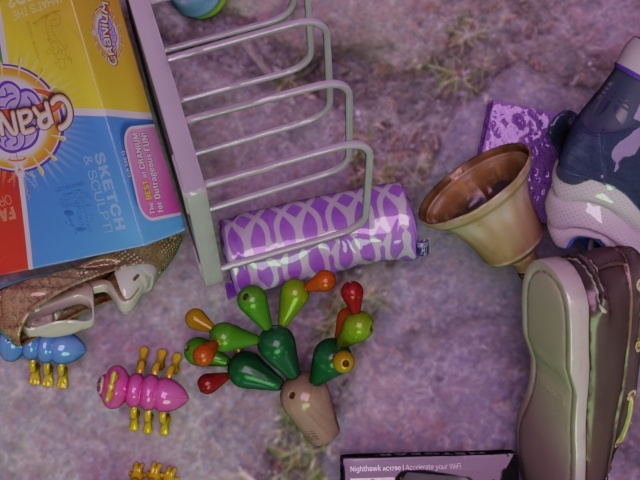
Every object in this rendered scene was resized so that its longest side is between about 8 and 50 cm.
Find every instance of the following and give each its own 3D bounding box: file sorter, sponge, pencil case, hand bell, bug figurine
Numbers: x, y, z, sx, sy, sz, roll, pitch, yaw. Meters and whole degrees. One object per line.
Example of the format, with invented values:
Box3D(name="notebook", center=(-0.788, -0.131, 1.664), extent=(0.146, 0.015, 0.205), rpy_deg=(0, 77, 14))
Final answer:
Box3D(name="file sorter", center=(-0.070, -0.137, 1.165), extent=(0.173, 0.193, 0.278), rpy_deg=(-15, 66, -6))
Box3D(name="sponge", center=(0.265, -0.068, 1.287), extent=(0.210, 0.031, 0.117), rpy_deg=(11, 86, -2))
Box3D(name="pencil case", center=(0.000, 0.000, 1.252), extent=(0.206, 0.088, 0.086), rpy_deg=(-10, 49, -2))
Box3D(name="hand bell", center=(0.214, 0.036, 1.239), extent=(0.126, 0.126, 0.242), rpy_deg=(-38, 108, -4))
Box3D(name="bug figurine", center=(-0.239, 0.201, 1.232), extent=(0.216, 0.072, 0.279), rpy_deg=(4, 85, -1))

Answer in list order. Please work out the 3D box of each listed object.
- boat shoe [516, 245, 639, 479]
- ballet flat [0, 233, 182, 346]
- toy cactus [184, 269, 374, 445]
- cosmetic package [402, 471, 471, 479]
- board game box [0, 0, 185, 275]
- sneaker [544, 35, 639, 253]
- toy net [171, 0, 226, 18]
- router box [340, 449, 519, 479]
Box3D(name="boat shoe", center=(0.249, 0.151, 1.181), extent=(0.096, 0.116, 0.324), rpy_deg=(-15, 121, -17))
Box3D(name="ballet flat", center=(-0.221, 0.052, 1.226), extent=(0.206, 0.073, 0.067), rpy_deg=(-24, 60, -16))
Box3D(name="toy cactus", center=(-0.031, 0.125, 1.217), extent=(0.219, 0.112, 0.180), rpy_deg=(-18, 113, 21))
Box3D(name="cosmetic package", center=(0.236, 0.421, 1.136), extent=(0.453, 0.161, 0.230), rpy_deg=(32, 75, -8))
Box3D(name="board game box", center=(-0.275, -0.134, 1.168), extent=(0.242, 0.064, 0.317), rpy_deg=(-11, 98, 34))
Box3D(name="sneaker", center=(0.355, -0.047, 1.225), extent=(0.322, 0.130, 0.236), rpy_deg=(15, 108, -36))
Box3D(name="toy net", center=(-0.081, -0.325, 1.240), extent=(0.232, 0.045, 0.122), rpy_deg=(-32, 77, 26))
Box3D(name="router box", center=(0.111, 0.279, 1.248), extent=(0.178, 0.046, 0.133), rpy_deg=(-1, 85, -2))
